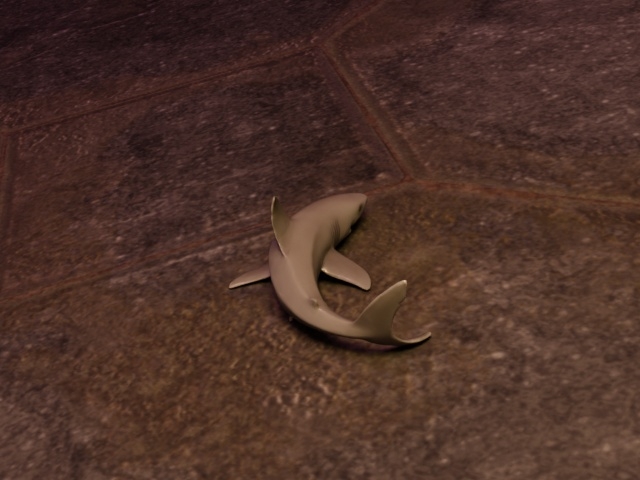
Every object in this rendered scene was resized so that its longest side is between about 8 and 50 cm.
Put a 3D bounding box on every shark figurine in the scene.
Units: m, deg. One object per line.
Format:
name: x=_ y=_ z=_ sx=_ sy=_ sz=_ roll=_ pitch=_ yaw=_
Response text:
shark figurine: x=-0.012 y=0.016 z=0.965 sx=0.166 sy=0.116 sz=0.278 roll=-17 pitch=29 yaw=-2
